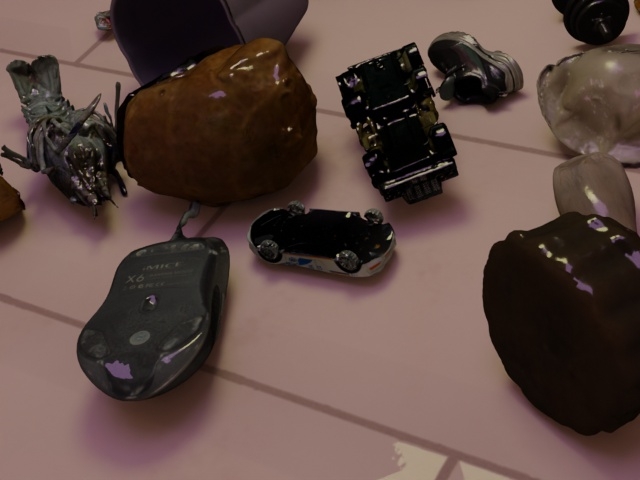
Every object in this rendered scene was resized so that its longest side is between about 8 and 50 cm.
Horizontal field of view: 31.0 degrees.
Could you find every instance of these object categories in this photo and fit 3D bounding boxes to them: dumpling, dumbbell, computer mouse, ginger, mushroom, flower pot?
[{"bbox_3d":[0.415,-0.181,1.538,0.247,0.142,0.172,-3,77,5],"label":"dumpling"},{"bbox_3d":[0.406,-0.361,1.741,0.099,0.099,0.208,-13,40,4],"label":"dumbbell"},{"bbox_3d":[-0.189,0.077,1.458,0.167,0.090,0.379,-4,37,13],"label":"computer mouse"},{"bbox_3d":[-0.130,-0.151,1.599,0.269,0.200,0.223,-34,25,-18],"label":"ginger"},{"bbox_3d":[0.343,-0.027,1.402,0.097,0.088,0.212,8,42,-22],"label":"mushroom"},{"bbox_3d":[-0.152,-0.356,1.823,0.265,0.265,0.243,16,38,32],"label":"flower pot"}]

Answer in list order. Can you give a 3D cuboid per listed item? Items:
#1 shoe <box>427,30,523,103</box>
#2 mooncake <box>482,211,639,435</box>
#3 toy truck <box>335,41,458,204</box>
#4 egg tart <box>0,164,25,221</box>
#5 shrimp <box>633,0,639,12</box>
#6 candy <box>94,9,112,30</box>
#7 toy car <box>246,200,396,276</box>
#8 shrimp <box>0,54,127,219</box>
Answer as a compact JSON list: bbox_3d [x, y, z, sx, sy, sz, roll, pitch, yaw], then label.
[{"bbox_3d":[0.209,-0.243,1.699,0.169,0.071,0.099,30,61,36],"label":"shoe"},{"bbox_3d":[0.277,0.080,1.203,0.124,0.228,0.228,-24,41,-21],"label":"mooncake"},{"bbox_3d":[0.111,-0.150,1.584,0.127,0.127,0.257,-20,41,6],"label":"toy truck"},{"bbox_3d":[-0.546,-0.089,1.680,0.171,0.215,0.215,-42,46,-10],"label":"egg tart"},{"bbox_3d":[0.545,-0.370,1.763,0.127,0.025,0.091,-17,41,6],"label":"shrimp"},{"bbox_3d":[-0.273,-0.448,2.088,0.292,0.059,0.086,-30,44,-14],"label":"candy"},{"bbox_3d":[0.000,0.000,1.503,0.205,0.056,0.095,6,46,29],"label":"toy car"},{"bbox_3d":[-0.382,-0.164,1.746,0.221,0.166,0.410,-15,26,-20],"label":"shrimp"}]
